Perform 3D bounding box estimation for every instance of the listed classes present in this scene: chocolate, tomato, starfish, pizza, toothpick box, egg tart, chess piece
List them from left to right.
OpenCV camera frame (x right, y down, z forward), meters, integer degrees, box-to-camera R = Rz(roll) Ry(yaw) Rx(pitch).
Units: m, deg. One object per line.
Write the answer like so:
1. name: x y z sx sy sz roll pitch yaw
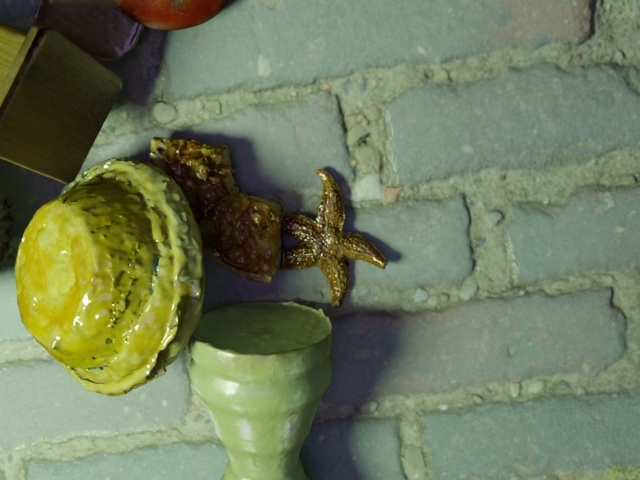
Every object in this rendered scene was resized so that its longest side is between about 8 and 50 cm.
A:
1. toothpick box: -0.491 -0.241 1.001 0.308 0.190 0.187 26 89 20
2. egg tart: -0.346 0.054 1.045 0.387 0.169 0.388 -3 85 35
3. chocolate: -0.331 -0.412 1.045 0.161 0.083 0.261 25 100 -29
4. tomato: -0.221 -0.422 0.994 0.225 0.085 0.225 -8 114 -17
5. pizza: -0.170 -0.054 1.102 0.161 0.085 0.305 -40 92 22
6. chess piece: -0.093 0.342 1.132 0.234 0.234 0.442 0 105 4
7. starfish: 0.000 0.000 1.135 0.227 0.043 0.241 0 99 3

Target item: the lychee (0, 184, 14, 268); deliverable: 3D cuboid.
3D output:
1. lychee: -0.621 -0.015 1.053 0.300 0.300 0.300 1 102 4
